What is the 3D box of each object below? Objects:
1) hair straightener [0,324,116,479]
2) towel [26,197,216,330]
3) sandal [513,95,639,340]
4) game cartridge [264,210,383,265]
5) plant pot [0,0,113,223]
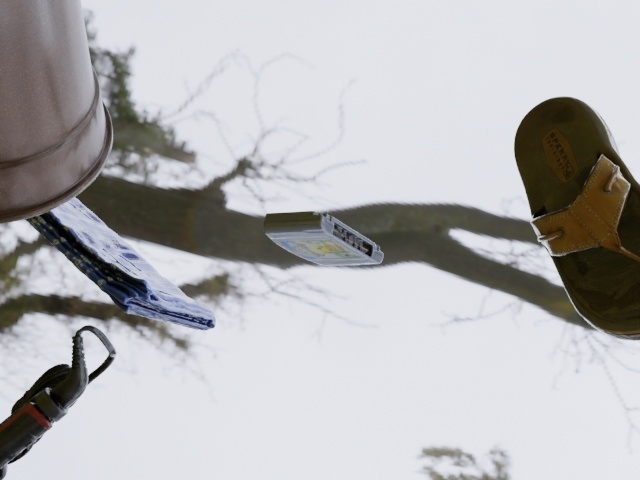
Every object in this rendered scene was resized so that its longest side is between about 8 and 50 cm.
[{"bbox_3d":[-0.208,0.122,0.776,0.230,0.047,0.089,-44,-175,26],"label":"hair straightener"},{"bbox_3d":[-0.275,-0.017,1.369,0.336,0.243,0.040,40,-88,19],"label":"towel"},{"bbox_3d":[0.136,-0.019,0.598,0.072,0.049,0.180,-42,-140,20],"label":"sandal"},{"bbox_3d":[0.000,0.000,0.814,0.056,0.083,0.017,2,-107,35],"label":"game cartridge"},{"bbox_3d":[-0.214,-0.125,0.732,0.165,0.167,0.167,100,-23,-46],"label":"plant pot"}]
